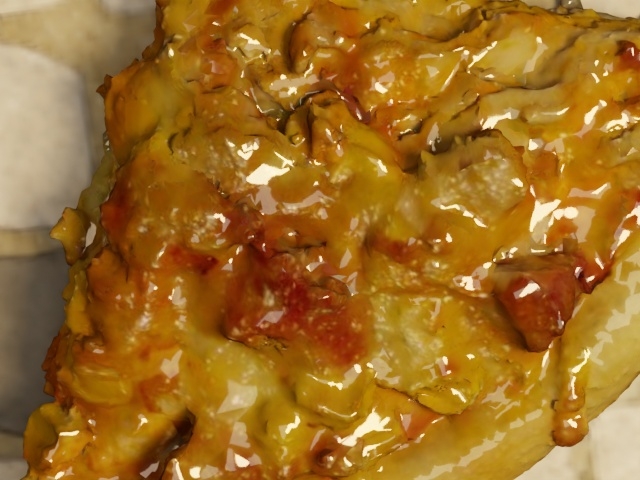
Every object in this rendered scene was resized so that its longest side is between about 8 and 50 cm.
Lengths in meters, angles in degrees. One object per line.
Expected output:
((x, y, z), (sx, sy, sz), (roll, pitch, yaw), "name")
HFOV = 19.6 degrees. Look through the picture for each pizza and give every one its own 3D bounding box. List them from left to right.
((0.000, 0.000, 0.661), (0.335, 0.086, 0.226), (-31, 101, 12), "pizza")
